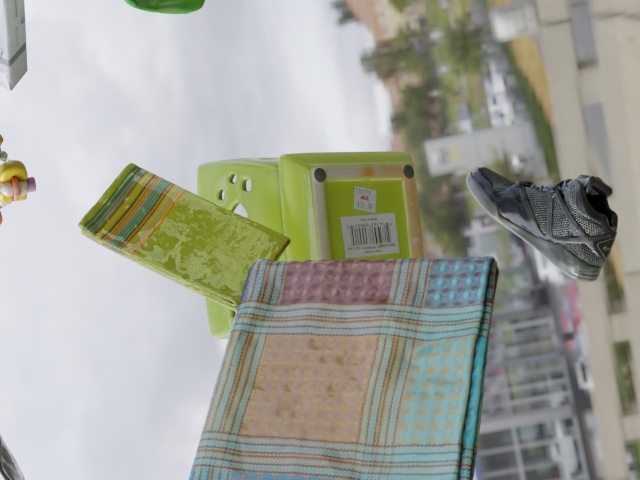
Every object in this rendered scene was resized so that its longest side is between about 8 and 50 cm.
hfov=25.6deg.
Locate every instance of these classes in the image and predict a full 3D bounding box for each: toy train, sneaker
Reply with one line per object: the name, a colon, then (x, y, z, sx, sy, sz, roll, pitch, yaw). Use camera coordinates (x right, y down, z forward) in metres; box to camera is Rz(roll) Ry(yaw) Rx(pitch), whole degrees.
toy train: (-0.404, -0.059, 1.660, 0.046, 0.125, 0.166, 62, 177, 42)
sneaker: (0.305, -0.058, 1.884, 0.087, 0.227, 0.130, -3, -54, -52)

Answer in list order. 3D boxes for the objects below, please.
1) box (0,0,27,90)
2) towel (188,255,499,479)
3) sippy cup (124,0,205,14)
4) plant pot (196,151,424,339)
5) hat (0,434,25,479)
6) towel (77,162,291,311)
box: (-0.381, -0.253, 1.484, 0.038, 0.145, 0.186, -59, -7, -28)
towel: (0.014, 0.170, 1.288, 0.040, 0.271, 0.370, 63, -148, -49)
sippy cup: (-0.104, -0.381, 1.432, 0.224, 0.305, 0.240, -14, -91, -41)
plant pot: (0.000, 0.000, 1.728, 0.207, 0.228, 0.227, -11, 84, 53)
hat: (-0.346, 0.377, 1.530, 0.331, 0.134, 0.331, 59, 164, 29)
towel: (-0.153, -0.008, 1.543, 0.102, 0.237, 0.021, -56, -31, -16)
